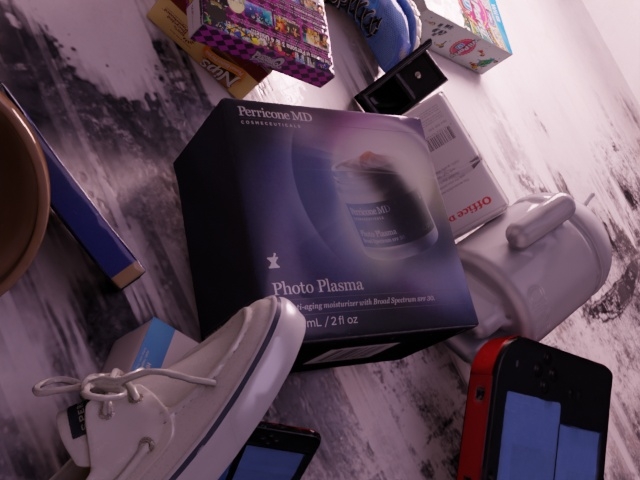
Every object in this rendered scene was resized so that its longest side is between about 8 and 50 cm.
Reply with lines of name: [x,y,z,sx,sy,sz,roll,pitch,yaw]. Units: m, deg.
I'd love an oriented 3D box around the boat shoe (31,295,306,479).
boat shoe: [-0.176,0.166,0.618,0.156,0.136,0.367,42,83,-13]

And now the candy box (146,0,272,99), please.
candy box: [-0.114,-0.383,1.124,0.183,0.087,0.316,42,45,-19]

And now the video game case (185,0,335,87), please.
video game case: [-0.088,-0.345,1.028,0.232,0.042,0.210,10,61,-40]

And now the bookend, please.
bookend: [0.169,-0.239,1.259,0.157,0.156,0.072,53,1,-8]

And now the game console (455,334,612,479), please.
game console: [0.323,0.350,1.045,0.342,0.060,0.386,19,75,-35]

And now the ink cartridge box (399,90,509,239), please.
ink cartridge box: [0.188,-0.113,1.184,0.218,0.159,0.092,58,18,-6]

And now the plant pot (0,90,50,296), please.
plant pot: [-0.361,-0.051,0.631,0.237,0.237,0.110,36,5,-24]

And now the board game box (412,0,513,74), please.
board game box: [0.274,-0.519,1.583,0.303,0.097,0.224,10,60,-42]

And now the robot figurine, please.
robot figurine: [0.329,0.052,1.168,0.353,0.300,0.200,-33,60,-25]

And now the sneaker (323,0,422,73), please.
sneaker: [0.071,-0.447,1.341,0.147,0.130,0.330,-15,74,-33]

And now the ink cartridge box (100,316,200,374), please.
ink cartridge box: [-0.153,0.164,0.755,0.143,0.092,0.090,36,46,-23]

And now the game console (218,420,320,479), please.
game console: [-0.075,0.254,0.726,0.124,0.144,0.085,13,43,-11]

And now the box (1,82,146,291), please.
box: [-0.264,-0.045,0.743,0.036,0.136,0.225,-37,95,-16]

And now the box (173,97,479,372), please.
box: [0.000,0.000,0.894,0.296,0.183,0.294,-1,68,-32]
